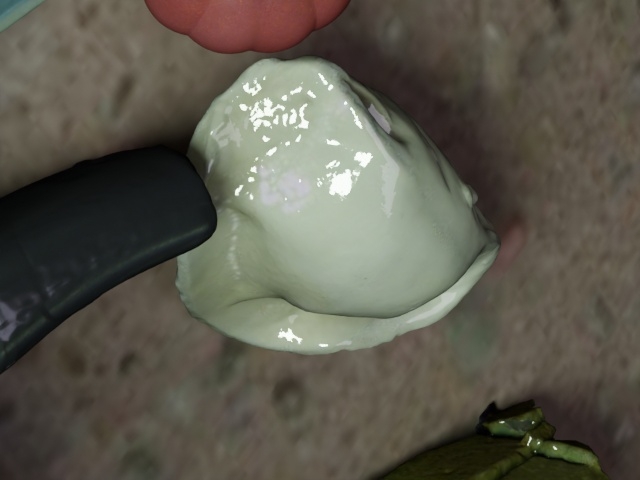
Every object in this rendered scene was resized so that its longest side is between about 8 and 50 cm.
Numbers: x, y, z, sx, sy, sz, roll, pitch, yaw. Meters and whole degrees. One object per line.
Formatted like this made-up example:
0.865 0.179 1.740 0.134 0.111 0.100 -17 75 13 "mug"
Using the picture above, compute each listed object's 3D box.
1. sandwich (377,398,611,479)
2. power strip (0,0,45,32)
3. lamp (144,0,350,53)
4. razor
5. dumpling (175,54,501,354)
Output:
0.050 0.226 0.969 0.292 0.109 0.212 -24 117 -40 "sandwich"
-0.183 -0.059 0.732 0.215 0.061 0.145 -40 131 -28 "power strip"
-0.031 -0.130 0.822 0.107 0.092 0.107 1 85 -11 "lamp"
-0.113 0.010 0.784 0.148 0.090 0.054 -34 110 -31 "razor"
0.001 0.002 0.886 0.134 0.100 0.169 -41 157 8 "dumpling"
